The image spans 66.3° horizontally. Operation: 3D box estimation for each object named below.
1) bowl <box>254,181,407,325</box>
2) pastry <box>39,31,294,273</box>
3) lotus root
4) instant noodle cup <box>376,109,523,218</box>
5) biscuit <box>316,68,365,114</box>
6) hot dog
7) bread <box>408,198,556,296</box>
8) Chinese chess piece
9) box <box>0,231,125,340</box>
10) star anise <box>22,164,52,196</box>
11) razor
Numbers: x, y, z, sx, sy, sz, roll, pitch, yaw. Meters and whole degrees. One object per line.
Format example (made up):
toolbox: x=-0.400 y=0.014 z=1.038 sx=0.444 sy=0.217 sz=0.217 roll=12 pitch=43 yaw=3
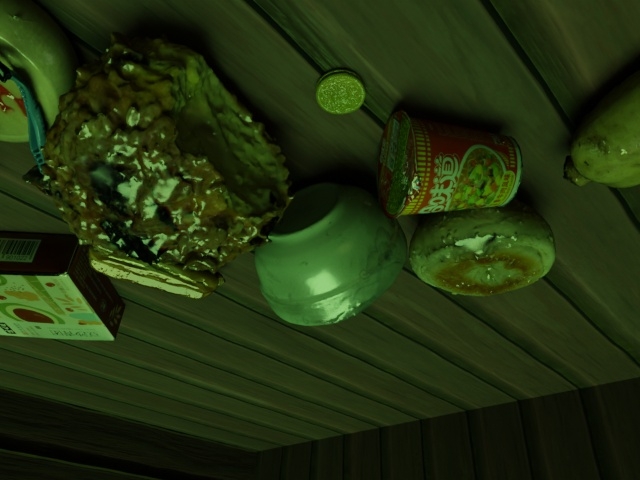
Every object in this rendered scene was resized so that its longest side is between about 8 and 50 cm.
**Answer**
bowl: x=0.000 y=0.000 z=0.957 sx=0.306 sy=0.307 sz=0.163 roll=-15 pitch=124 yaw=24
pastry: x=-0.260 y=-0.108 z=0.809 sx=0.337 sy=0.293 sz=0.405 roll=-18 pitch=136 yaw=26
lotus root: x=0.513 y=-0.180 z=0.782 sx=0.160 sy=0.146 sz=0.284 roll=31 pitch=140 yaw=-12
instant noodle cup: x=0.227 y=-0.126 z=0.862 sx=0.211 sy=0.193 sz=0.193 roll=1 pitch=145 yaw=-11
biscuit: x=0.034 y=-0.248 z=0.823 sx=0.083 sy=0.023 sz=0.084 roll=1 pitch=145 yaw=0
hot dog: x=-0.405 y=0.066 z=1.236 sx=0.337 sy=0.101 sz=0.135 roll=18 pitch=151 yaw=-18
bread: x=0.337 y=0.007 z=1.034 sx=0.305 sy=0.159 sz=0.306 roll=2 pitch=154 yaw=1
Chinese chess piece: x=-0.517 y=-0.273 z=0.760 sx=0.272 sy=0.102 sz=0.273 roll=2 pitch=145 yaw=1
box: x=-0.771 y=0.135 z=1.335 sx=0.344 sy=0.122 sz=0.385 roll=3 pitch=145 yaw=-1
star anise: x=-0.455 y=-0.111 z=0.998 sx=0.214 sy=0.099 sz=0.220 roll=-8 pitch=150 yaw=39
razor: x=-0.449 y=-0.184 z=0.758 sx=0.082 sy=0.042 sz=0.253 roll=44 pitch=150 yaw=17
